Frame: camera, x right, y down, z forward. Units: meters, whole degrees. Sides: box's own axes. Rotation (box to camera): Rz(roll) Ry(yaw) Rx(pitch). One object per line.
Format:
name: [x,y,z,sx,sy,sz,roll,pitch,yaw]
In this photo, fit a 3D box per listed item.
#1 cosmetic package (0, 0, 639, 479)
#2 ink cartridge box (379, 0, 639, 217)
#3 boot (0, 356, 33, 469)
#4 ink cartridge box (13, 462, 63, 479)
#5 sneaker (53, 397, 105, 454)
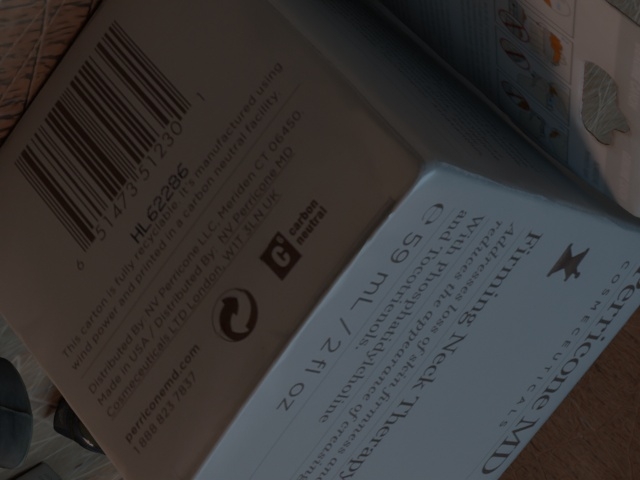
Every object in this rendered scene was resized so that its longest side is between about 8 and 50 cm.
cosmetic package: [0.000,0.000,1.486,0.394,0.327,0.329,13,118,-54]
ink cartridge box: [0.113,-0.214,1.333,0.091,0.385,0.308,-44,162,-10]
boot: [-0.297,0.165,1.560,0.076,0.189,0.208,-6,161,6]
ink cartridge box: [-0.314,0.367,1.849,0.273,0.198,0.115,-28,153,-47]
sneaker: [-0.144,0.167,1.929,0.300,0.121,0.111,7,89,-53]
